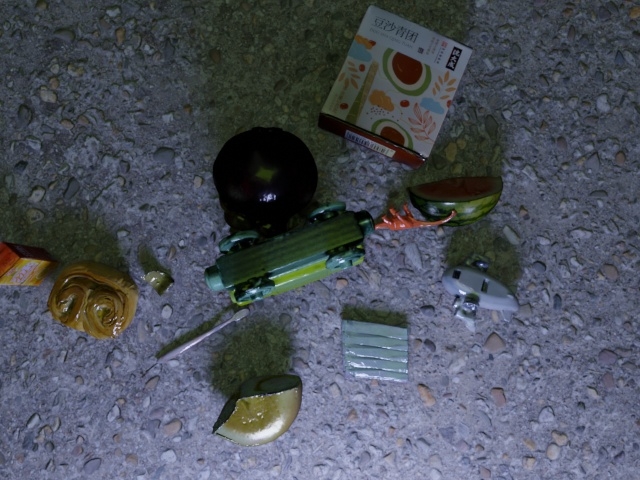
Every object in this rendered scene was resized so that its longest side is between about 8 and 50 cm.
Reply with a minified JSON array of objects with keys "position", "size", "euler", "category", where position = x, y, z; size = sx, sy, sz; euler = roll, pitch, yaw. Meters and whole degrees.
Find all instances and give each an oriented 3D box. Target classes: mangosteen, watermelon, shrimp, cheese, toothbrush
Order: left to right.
[{"position":[-0.477,0.115,1.431],"size":[0.084,0.041,0.060],"euler":[41,90,-14],"category":"cheese"},{"position":[-0.340,0.278,1.430],"size":[0.307,0.029,0.025],"euler":[-30,85,-4],"category":"toothbrush"},{"position":[-0.148,-0.158,1.356],"size":[0.297,0.297,0.313],"euler":[-8,81,-4],"category":"mangosteen"},{"position":[0.000,0.000,1.471],"size":[0.296,0.058,0.169],"euler":[42,92,4],"category":"shrimp"},{"position":[0.429,-0.104,1.495],"size":[0.304,0.159,0.128],"euler":[-8,122,-3],"category":"watermelon"}]

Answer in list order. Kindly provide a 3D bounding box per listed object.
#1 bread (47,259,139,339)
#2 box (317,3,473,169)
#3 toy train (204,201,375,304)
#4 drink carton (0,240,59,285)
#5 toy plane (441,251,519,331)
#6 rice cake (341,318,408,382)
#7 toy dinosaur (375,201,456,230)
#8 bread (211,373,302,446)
[{"position":[-0.629,0.164,1.377],"size":[0.236,0.120,0.198],"euler":[23,84,-1],"category":"bread"},{"position":[0.224,-0.465,1.499],"size":[0.345,0.122,0.385],"euler":[24,82,0],"category":"box"},{"position":[-0.071,0.042,1.279],"size":[0.442,0.272,0.179],"euler":[-19,77,-2],"category":"toy train"},{"position":[-0.811,0.067,1.325],"size":[0.071,0.223,0.096],"euler":[41,83,1],"category":"drink carton"},{"position":[0.472,0.151,1.450],"size":[0.245,0.117,0.244],"euler":[3,66,-7],"category":"toy plane"},{"position":[0.161,0.326,1.445],"size":[0.198,0.037,0.189],"euler":[0,83,-3],"category":"rice cake"},{"position":[0.256,-0.066,1.453],"size":[0.280,0.101,0.055],"euler":[-11,45,28],"category":"toy dinosaur"},{"position":[-0.169,0.477,1.360],"size":[0.261,0.158,0.156],"euler":[-10,94,-5],"category":"bread"}]
